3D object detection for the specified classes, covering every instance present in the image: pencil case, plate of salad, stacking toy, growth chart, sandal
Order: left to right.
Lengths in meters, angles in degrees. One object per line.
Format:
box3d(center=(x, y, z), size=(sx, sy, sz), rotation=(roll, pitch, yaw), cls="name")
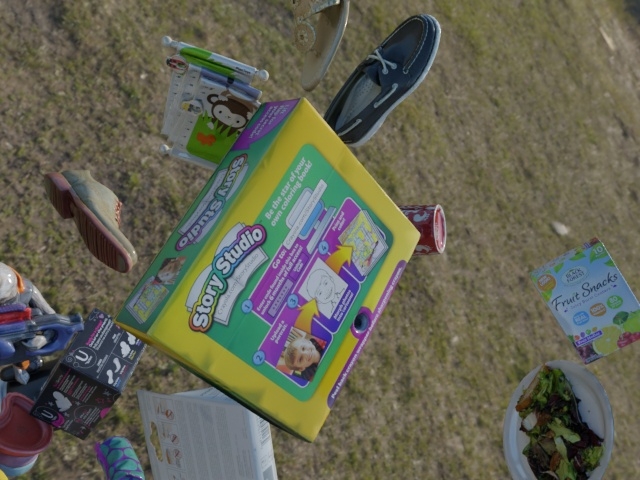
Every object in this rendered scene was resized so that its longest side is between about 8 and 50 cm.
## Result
box3d(center=(-0.739, 0.435, 1.313), size=(0.279, 0.130, 0.309), rotation=(41, 19, -7), cls="stacking toy")
box3d(center=(-0.354, 0.406, 1.120), size=(0.070, 0.151, 0.064), rotation=(20, 91, -29), cls="pencil case")
box3d(center=(-0.155, -0.181, 0.934), size=(0.172, 0.237, 0.021), rotation=(13, 51, -8), cls="growth chart")
box3d(center=(-0.004, -0.308, 0.785), size=(0.079, 0.088, 0.240), rotation=(25, 82, -25), cls="sandal")
box3d(center=(0.315, 0.262, 0.879), size=(0.048, 0.200, 0.200), rotation=(20, 47, -22), cls="plate of salad")

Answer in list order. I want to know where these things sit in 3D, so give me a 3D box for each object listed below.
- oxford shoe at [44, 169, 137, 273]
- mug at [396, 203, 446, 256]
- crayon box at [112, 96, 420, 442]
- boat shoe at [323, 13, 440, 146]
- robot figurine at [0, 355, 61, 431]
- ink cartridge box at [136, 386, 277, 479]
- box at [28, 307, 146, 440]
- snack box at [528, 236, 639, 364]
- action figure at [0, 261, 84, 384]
box3d(center=(-0.523, -0.065, 1.521), size=(0.130, 0.123, 0.348), rotation=(-27, 62, -38), cls="oxford shoe")
box3d(center=(0.136, -0.006, 1.172), size=(0.150, 0.169, 0.113), rotation=(-62, 142, -49), cls="mug")
box3d(center=(-0.048, 0.044, 0.885), size=(0.313, 0.106, 0.363), rotation=(44, 67, -34), cls="crayon box")
box3d(center=(0.115, -0.313, 1.242), size=(0.091, 0.302, 0.114), rotation=(7, 34, -49), cls="boat shoe")
box3d(center=(-0.714, 0.402, 1.646), size=(0.173, 0.278, 0.209), rotation=(127, -56, -84), cls="robot figurine")
box3d(center=(-0.301, 0.539, 1.688), size=(0.091, 0.385, 0.308), rotation=(-24, 110, -56), cls="ink cartridge box")
box3d(center=(-0.508, 0.293, 1.390), size=(0.142, 0.247, 0.163), rotation=(32, 38, -14), cls="box")
box3d(center=(0.358, 0.081, 0.843), size=(0.141, 0.100, 0.037), rotation=(57, 15, -5), cls="snack box")
box3d(center=(-0.596, 0.154, 1.046), size=(0.341, 0.330, 0.178), rotation=(0, 46, -43), cls="action figure")
